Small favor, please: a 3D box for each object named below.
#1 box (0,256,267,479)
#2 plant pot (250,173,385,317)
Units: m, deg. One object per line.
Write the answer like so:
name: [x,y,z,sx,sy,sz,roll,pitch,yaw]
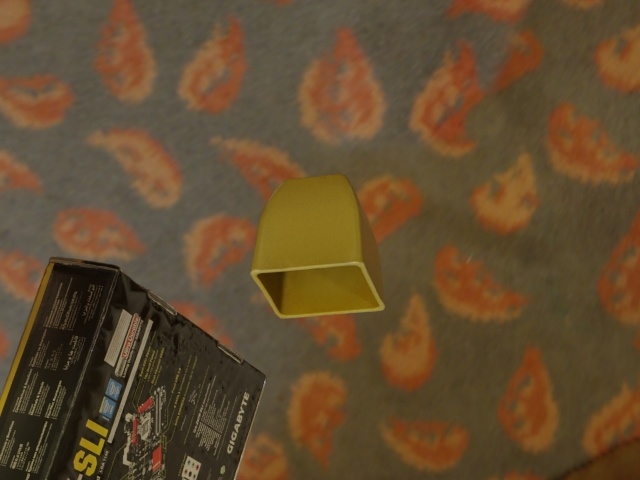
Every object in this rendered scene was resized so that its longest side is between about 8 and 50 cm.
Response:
box: [-0.173,0.209,1.389,0.079,0.257,0.322,7,71,31]
plant pot: [0.000,0.000,1.249,0.081,0.081,0.083,-5,62,13]
